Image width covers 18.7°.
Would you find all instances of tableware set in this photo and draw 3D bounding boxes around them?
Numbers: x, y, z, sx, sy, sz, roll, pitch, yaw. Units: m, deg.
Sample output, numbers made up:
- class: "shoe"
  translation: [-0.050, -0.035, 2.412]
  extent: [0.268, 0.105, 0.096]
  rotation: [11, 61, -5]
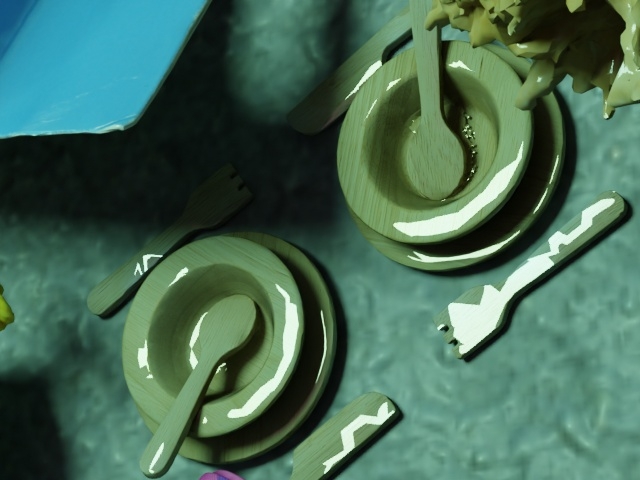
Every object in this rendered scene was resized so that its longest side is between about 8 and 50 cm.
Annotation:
- class: "tableware set"
  translation: [0.000, 0.000, 0.691]
  extent: [0.194, 0.039, 0.128]
  rotation: [-42, 59, 11]

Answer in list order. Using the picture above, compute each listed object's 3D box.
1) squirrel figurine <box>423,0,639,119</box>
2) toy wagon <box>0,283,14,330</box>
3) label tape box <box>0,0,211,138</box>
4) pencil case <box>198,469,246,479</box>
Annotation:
- class: "squirrel figurine"
  translation: [0.096, -0.224, 0.517]
  extent: [0.281, 0.370, 0.397]
  rotation: [-31, 62, 16]
- class: "toy wagon"
  translation: [-0.214, 0.151, 0.723]
  extent: [0.267, 0.068, 0.344]
  rotation: [34, 91, 21]
- class: "label tape box"
  translation: [-0.191, -0.165, 0.734]
  extent: [0.347, 0.115, 0.249]
  rotation: [5, 48, 24]
- class: "pencil case"
  translation: [-0.087, 0.176, 0.601]
  extent: [0.236, 0.104, 0.104]
  rotation: [-38, 56, -15]
